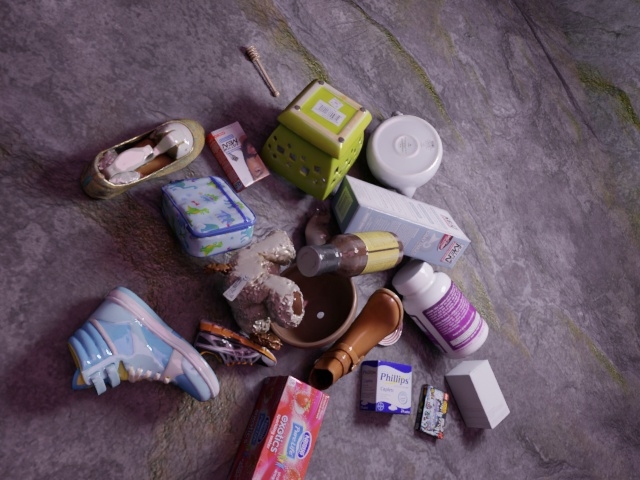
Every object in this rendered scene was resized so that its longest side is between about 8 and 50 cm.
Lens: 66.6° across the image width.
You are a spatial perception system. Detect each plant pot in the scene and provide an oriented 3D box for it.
[{"bbox_3d":[-0.005,-0.287,1.336,0.228,0.207,0.227,35,57,2],"label":"plant pot"},{"bbox_3d":[-0.012,0.173,1.256,0.109,0.237,0.237,59,41,-56],"label":"plant pot"}]

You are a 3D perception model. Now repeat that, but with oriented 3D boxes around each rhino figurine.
[{"bbox_3d":[0.000,0.000,1.372,0.106,0.073,0.243,13,68,-33],"label":"rhino figurine"}]

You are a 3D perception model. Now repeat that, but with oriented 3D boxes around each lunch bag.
[{"bbox_3d":[-0.264,-0.065,1.151,0.176,0.090,0.219,-13,46,-34],"label":"lunch bag"}]

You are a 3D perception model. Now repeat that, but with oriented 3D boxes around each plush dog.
[{"bbox_3d":[-0.154,0.130,1.131,0.211,0.225,0.262,-4,45,-9],"label":"plush dog"}]

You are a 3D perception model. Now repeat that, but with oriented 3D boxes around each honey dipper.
[{"bbox_3d":[-0.166,-0.498,1.443,0.030,0.030,0.160,-38,100,-35],"label":"honey dipper"}]

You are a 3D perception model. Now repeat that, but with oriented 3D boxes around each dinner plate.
[{"bbox_3d":[0.187,0.242,1.453,0.141,0.017,0.141,11,70,-31],"label":"dinner plate"}]

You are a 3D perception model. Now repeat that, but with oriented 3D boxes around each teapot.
[{"bbox_3d":[0.258,-0.266,1.560,0.252,0.187,0.256,40,78,11],"label":"teapot"}]

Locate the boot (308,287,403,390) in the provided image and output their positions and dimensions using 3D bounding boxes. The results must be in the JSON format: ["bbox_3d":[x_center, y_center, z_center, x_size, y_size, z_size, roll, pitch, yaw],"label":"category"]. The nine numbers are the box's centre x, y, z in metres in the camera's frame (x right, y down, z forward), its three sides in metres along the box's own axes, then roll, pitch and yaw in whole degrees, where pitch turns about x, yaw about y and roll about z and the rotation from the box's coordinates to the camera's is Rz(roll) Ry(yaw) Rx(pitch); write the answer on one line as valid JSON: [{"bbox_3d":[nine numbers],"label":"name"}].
[{"bbox_3d":[0.081,0.255,1.229,0.109,0.283,0.220,47,46,12],"label":"boot"}]

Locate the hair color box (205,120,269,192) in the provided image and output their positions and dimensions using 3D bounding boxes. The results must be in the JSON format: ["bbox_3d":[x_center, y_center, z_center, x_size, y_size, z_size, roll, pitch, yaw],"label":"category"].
[{"bbox_3d":[-0.222,-0.224,1.307,0.093,0.053,0.167,-36,97,-36],"label":"hair color box"}]

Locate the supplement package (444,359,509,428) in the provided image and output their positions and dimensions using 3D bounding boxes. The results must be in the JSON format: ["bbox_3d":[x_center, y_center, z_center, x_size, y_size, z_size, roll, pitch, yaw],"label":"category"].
[{"bbox_3d":[0.490,0.479,1.525,0.105,0.105,0.179,-22,89,-35],"label":"supplement package"}]

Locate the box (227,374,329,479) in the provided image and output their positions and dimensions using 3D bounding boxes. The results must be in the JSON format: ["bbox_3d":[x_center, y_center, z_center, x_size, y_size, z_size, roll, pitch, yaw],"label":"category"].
[{"bbox_3d":[-0.095,0.459,1.138,0.128,0.123,0.256,33,60,-22],"label":"box"}]

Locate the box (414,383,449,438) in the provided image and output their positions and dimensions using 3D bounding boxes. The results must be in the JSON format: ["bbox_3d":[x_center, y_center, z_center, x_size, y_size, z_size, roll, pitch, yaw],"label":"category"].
[{"bbox_3d":[0.336,0.513,1.461,0.094,0.027,0.137,29,62,-24],"label":"box"}]

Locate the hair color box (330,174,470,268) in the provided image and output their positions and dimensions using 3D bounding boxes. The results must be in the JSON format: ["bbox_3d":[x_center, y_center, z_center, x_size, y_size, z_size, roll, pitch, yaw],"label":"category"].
[{"bbox_3d":[0.232,-0.053,1.437,0.375,0.113,0.185,16,29,-21],"label":"hair color box"}]

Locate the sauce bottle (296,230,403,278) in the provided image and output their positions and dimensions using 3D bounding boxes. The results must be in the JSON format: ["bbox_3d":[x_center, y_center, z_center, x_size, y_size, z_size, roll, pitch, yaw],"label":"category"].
[{"bbox_3d":[0.077,0.033,1.184,0.344,0.111,0.111,-3,77,-52],"label":"sauce bottle"}]

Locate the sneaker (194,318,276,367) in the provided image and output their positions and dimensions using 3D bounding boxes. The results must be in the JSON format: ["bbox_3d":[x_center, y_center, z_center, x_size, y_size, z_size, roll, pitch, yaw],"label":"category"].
[{"bbox_3d":[-0.204,0.262,1.162,0.215,0.084,0.083,29,78,-20],"label":"sneaker"}]

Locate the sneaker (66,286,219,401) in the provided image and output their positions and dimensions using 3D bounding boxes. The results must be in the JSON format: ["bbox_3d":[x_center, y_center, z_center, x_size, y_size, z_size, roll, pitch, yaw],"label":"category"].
[{"bbox_3d":[-0.381,0.272,1.011,0.319,0.127,0.208,44,55,-3],"label":"sneaker"}]

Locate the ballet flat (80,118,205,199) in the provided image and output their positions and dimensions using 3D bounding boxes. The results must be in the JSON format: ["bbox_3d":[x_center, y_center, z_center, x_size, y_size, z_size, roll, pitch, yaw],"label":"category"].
[{"bbox_3d":[-0.395,-0.208,1.151,0.348,0.123,0.123,-39,98,-35],"label":"ballet flat"}]

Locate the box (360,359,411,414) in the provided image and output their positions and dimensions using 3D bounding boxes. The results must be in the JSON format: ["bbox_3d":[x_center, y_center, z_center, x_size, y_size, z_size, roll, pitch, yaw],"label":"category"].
[{"bbox_3d":[0.185,0.412,1.366,0.126,0.072,0.137,17,67,-29],"label":"box"}]

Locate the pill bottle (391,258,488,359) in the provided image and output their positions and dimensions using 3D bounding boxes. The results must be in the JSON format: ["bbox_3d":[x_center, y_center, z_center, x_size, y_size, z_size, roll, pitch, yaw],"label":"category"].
[{"bbox_3d":[0.358,0.202,1.484,0.301,0.169,0.169,49,56,-12],"label":"pill bottle"}]
